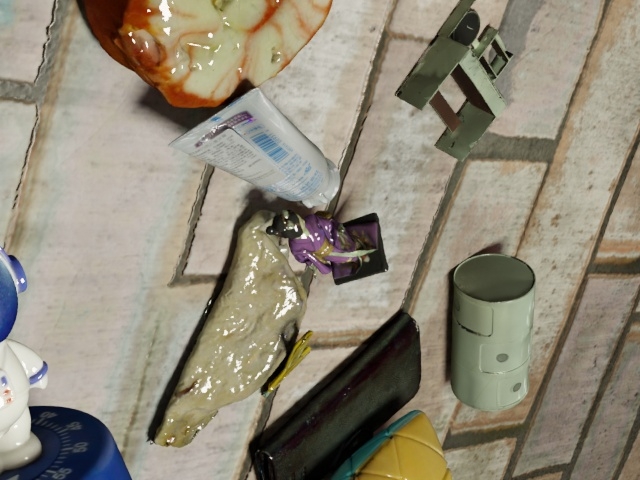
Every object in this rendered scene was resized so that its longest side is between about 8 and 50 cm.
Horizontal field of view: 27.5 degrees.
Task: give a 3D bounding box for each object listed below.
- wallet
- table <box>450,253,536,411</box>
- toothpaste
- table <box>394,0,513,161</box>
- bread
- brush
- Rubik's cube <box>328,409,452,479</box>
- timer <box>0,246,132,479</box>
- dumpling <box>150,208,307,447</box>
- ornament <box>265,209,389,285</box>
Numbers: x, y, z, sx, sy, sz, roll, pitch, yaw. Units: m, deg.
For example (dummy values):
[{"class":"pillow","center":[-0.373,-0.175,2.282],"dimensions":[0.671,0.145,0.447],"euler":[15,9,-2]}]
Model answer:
[{"class":"wallet","center":[0.034,0.256,1.891],"dimensions":[0.318,0.045,0.172],"euler":[-39,143,-29]},{"class":"table","center":[0.265,0.143,2.021],"dimensions":[0.126,0.126,0.220],"euler":[-31,134,-34]},{"class":"toothpaste","center":[-0.060,-0.101,1.473],"dimensions":[0.114,0.073,0.299],"euler":[-29,159,14]},{"class":"table","center":[0.195,-0.218,1.751],"dimensions":[0.175,0.062,0.146],"euler":[-53,143,-5]},{"class":"bread","center":[-0.103,-0.302,1.299],"dimensions":[0.295,0.114,0.327],"euler":[-39,138,-28]},{"class":"brush","center":[-0.033,0.152,1.679],"dimensions":[0.082,0.010,0.218],"euler":[-45,173,-20]},{"class":"Rubik's cube","center":[0.083,0.355,1.917],"dimensions":[0.254,0.254,0.254],"euler":[-29,133,-36]},{"class":"timer","center":[-0.334,0.169,1.268],"dimensions":[0.270,0.270,0.383],"euler":[-28,118,-36]},{"class":"dumpling","center":[-0.084,0.128,1.637],"dimensions":[0.166,0.086,0.332],"euler":[13,107,-50]},{"class":"ornament","center":[0.009,-0.002,1.604],"dimensions":[0.203,0.081,0.088],"euler":[24,52,-63]}]
